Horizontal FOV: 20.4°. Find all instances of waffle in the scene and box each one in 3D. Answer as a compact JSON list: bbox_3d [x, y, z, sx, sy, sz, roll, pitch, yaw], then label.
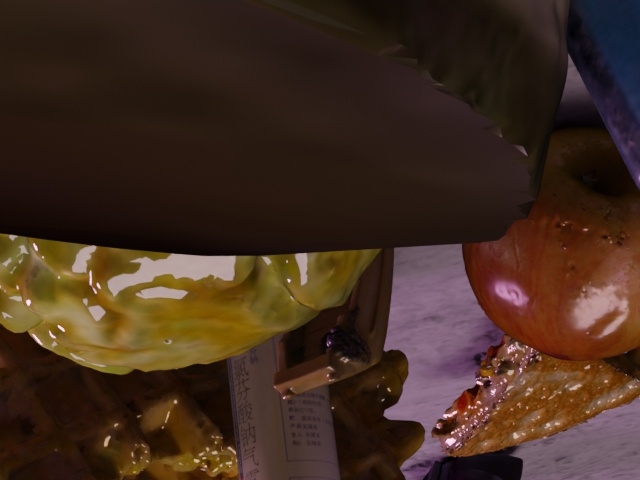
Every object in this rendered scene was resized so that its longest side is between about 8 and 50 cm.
[{"bbox_3d":[-0.097,0.134,1.133,0.324,0.261,0.151,3,147,-30],"label":"waffle"}]

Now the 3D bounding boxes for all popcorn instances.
[{"bbox_3d":[-0.064,-0.036,0.835,0.221,0.183,0.204,-26,146,2],"label":"popcorn"}]

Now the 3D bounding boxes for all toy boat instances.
[{"bbox_3d":[0.000,0.000,0.951,0.057,0.200,0.077,-24,133,29],"label":"toy boat"}]

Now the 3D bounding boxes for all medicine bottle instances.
[{"bbox_3d":[-0.026,0.067,1.035,0.059,0.231,0.059,-7,156,-3],"label":"medicine bottle"}]

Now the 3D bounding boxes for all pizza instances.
[{"bbox_3d":[0.172,0.096,1.389,0.188,0.062,0.199,-19,151,-7],"label":"pizza"}]

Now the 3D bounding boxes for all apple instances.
[{"bbox_3d":[0.156,0.005,1.066,0.146,0.146,0.146,-7,156,-3],"label":"apple"}]

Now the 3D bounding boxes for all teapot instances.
[{"bbox_3d":[0.129,0.253,1.710,0.096,0.087,0.177,18,153,-3],"label":"teapot"}]

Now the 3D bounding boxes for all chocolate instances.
[{"bbox_3d":[-0.075,-0.160,0.460,0.314,0.297,0.326,19,163,-34],"label":"chocolate"}]

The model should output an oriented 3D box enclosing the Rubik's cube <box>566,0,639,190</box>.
[{"bbox_3d":[0.362,-0.022,0.761,0.362,0.363,0.359,-30,150,22],"label":"Rubik's cube"}]
